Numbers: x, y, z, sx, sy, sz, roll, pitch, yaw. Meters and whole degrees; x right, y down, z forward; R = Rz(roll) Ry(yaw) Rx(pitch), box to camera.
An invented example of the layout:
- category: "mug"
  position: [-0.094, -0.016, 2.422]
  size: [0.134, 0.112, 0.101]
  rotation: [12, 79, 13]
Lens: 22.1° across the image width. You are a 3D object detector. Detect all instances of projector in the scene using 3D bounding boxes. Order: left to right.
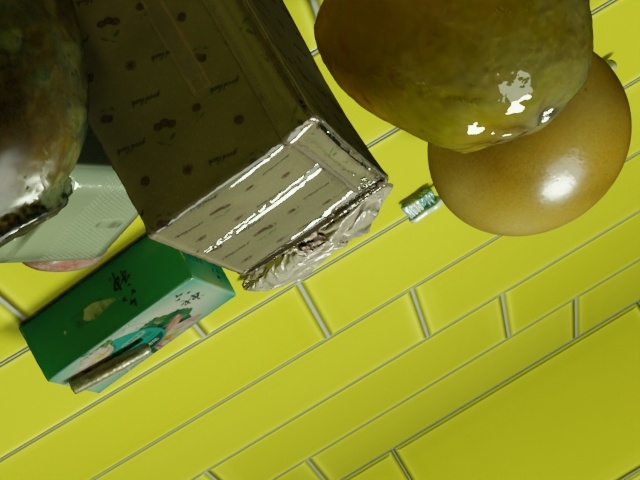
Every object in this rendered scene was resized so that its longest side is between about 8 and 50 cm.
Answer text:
- category: "projector"
  position: [-0.297, -0.081, 1.571]
  size: [0.163, 0.177, 0.242]
  rotation: [-44, 155, 27]

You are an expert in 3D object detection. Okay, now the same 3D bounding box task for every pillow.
- category: "pillow"
  position: [0.000, 0.000, 2.368]
  size: [0.248, 0.049, 0.135]
  rotation: [-42, 162, 34]

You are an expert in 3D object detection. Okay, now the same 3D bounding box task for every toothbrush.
- category: "toothbrush"
  position: [0.284, -0.146, 2.443]
  size: [0.386, 0.040, 0.040]
  rotation: [-35, 159, 11]

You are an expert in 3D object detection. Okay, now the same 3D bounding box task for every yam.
- category: "yam"
  position: [-0.273, 0.166, 2.134]
  size: [0.116, 0.021, 0.021]
  rotation: [-28, 159, -8]

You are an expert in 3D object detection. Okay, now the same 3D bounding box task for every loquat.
- category: "loquat"
  position: [0.135, -0.222, 1.713]
  size: [0.276, 0.284, 0.276]
  rotation: [-33, 164, -11]

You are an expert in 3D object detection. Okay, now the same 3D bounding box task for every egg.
- category: "egg"
  position: [0.267, -0.131, 2.150]
  size: [0.250, 0.250, 0.322]
  rotation: [-20, 162, -29]

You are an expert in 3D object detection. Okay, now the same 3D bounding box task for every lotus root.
- category: "lotus root"
  position: [-0.305, -0.111, 1.324]
  size: [0.267, 0.260, 0.149]
  rotation: [-18, 176, -30]

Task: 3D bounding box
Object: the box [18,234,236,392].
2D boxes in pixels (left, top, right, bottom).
- category: "box"
  position: [-0.252, 0.093, 2.160]
  size: [0.245, 0.092, 0.153]
  rotation: [-35, 159, 11]

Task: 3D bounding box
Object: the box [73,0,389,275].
- category: "box"
  position: [-0.107, -0.150, 1.517]
  size: [0.190, 0.297, 0.225]
  rotation: [-33, 160, 11]

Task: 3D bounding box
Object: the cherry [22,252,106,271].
- category: "cherry"
  position: [-0.290, -0.006, 1.883]
  size: [0.126, 0.087, 0.106]
  rotation: [-35, 155, 2]
